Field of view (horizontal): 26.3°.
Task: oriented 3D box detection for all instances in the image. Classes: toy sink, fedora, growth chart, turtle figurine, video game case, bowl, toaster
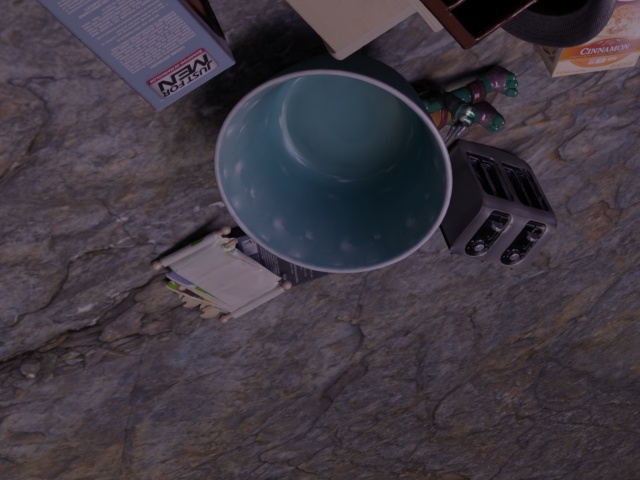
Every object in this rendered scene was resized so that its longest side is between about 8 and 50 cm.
[{"bbox_3d":[0.023,-0.319,1.619,0.131,0.152,0.234,-32,148,14],"label":"toy sink"},{"bbox_3d":[0.284,-0.383,1.651,0.124,0.244,0.275,-39,123,-30],"label":"fedora"},{"bbox_3d":[-0.158,0.061,2.165,0.172,0.021,0.237,-23,145,19],"label":"growth chart"},{"bbox_3d":[0.170,-0.171,1.969,0.234,0.118,0.175,-25,170,-29],"label":"turtle figurine"},{"bbox_3d":[0.000,0.000,2.204,0.274,0.026,0.196,-19,148,-8],"label":"video game case"},{"bbox_3d":[0.025,-0.128,1.833,0.312,0.163,0.311,5,126,7],"label":"bowl"},{"bbox_3d":[0.262,-0.059,2.155,0.168,0.185,0.110,15,130,-35],"label":"toaster"}]

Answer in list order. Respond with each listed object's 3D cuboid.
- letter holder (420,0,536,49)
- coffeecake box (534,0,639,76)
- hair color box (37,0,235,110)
[{"bbox_3d":[0.153,-0.396,1.442,0.214,0.301,0.152,-33,147,15],"label":"letter holder"},{"bbox_3d":[0.403,-0.325,1.932,0.142,0.068,0.185,-9,145,-20],"label":"coffeecake box"},{"bbox_3d":[-0.244,-0.311,1.427,0.114,0.185,0.374,-30,148,10],"label":"hair color box"}]
